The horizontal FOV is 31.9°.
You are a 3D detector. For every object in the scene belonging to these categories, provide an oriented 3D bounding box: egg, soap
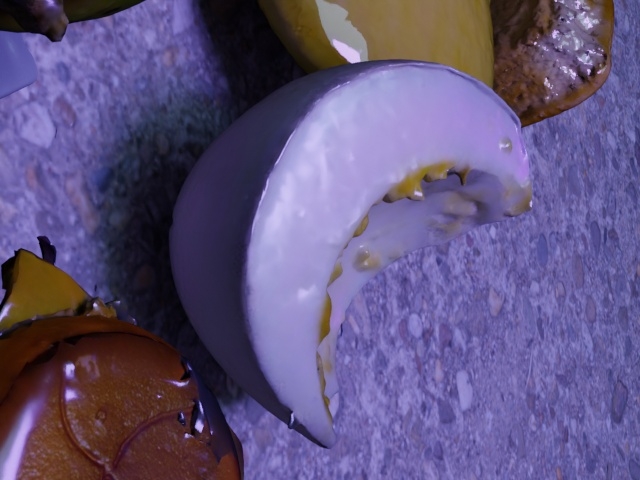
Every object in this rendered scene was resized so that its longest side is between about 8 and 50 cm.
[{"bbox_3d":[-0.007,-0.016,0.768,0.206,0.161,0.271,47,68,-35],"label":"egg"},{"bbox_3d":[0.041,-0.267,0.939,0.306,0.115,0.427,33,46,-44],"label":"soap"}]

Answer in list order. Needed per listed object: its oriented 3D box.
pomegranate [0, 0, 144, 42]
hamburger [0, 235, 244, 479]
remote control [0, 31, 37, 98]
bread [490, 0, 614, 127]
[{"bbox_3d":[-0.172,-0.249,0.545,0.260,0.260,0.341,21,36,-52],"label":"pomegranate"},{"bbox_3d":[-0.143,0.138,0.572,0.243,0.138,0.262,53,43,-35],"label":"hamburger"},{"bbox_3d":[-0.220,-0.082,0.608,0.184,0.027,0.050,-43,118,-51],"label":"remote control"},{"bbox_3d":[0.215,-0.226,1.142,0.121,0.174,0.246,48,39,-33],"label":"bread"}]
